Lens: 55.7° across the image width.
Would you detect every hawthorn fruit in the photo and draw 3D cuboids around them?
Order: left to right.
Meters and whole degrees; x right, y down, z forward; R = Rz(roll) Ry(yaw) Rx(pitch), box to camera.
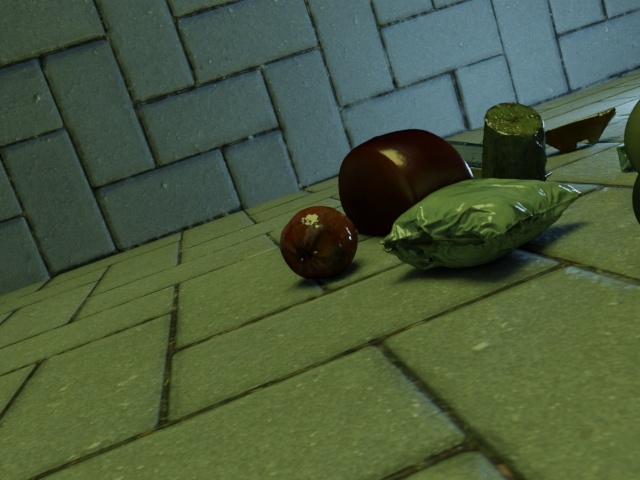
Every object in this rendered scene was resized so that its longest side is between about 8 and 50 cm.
[{"bbox_3d":[0.000,0.000,1.355,0.173,0.172,0.173,-18,11,4],"label":"hawthorn fruit"}]

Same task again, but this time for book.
[{"bbox_3d":[0.473,-0.247,1.841,0.300,0.039,0.428,9,20,18],"label":"book"}]

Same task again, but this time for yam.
[{"bbox_3d":[0.429,-0.163,1.347,0.154,0.254,0.154,-5,31,3],"label":"yam"}]

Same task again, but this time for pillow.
[{"bbox_3d":[0.297,-0.041,1.137,0.310,0.138,0.283,-24,13,-40],"label":"pillow"}]

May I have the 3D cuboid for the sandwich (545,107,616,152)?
[{"bbox_3d":[0.789,-0.324,1.857,0.245,0.088,0.090,-17,2,24],"label":"sandwich"}]

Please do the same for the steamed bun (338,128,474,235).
[{"bbox_3d":[0.203,-0.159,1.573,0.235,0.248,0.379,-22,11,-22],"label":"steamed bun"}]

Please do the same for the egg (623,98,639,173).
[{"bbox_3d":[0.679,-0.201,1.092,0.269,0.219,0.219,-17,10,-24],"label":"egg"}]

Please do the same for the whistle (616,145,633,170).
[{"bbox_3d":[0.821,-0.212,1.323,0.312,0.062,0.062,-10,14,34],"label":"whistle"}]

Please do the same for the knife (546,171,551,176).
[{"bbox_3d":[0.526,-0.144,1.575,0.247,0.018,0.035,-23,9,-28],"label":"knife"}]

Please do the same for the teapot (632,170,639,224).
[{"bbox_3d":[0.513,-0.030,0.743,0.203,0.170,0.225,14,25,7],"label":"teapot"}]
